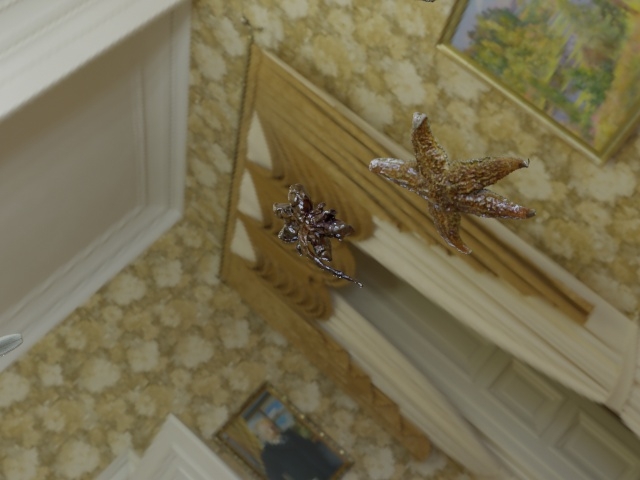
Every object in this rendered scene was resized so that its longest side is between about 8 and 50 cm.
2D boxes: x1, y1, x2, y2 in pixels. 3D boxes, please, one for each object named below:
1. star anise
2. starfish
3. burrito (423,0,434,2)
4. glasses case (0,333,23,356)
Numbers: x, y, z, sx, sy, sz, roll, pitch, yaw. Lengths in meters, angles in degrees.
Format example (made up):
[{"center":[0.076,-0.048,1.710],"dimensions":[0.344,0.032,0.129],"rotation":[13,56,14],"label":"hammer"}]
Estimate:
[{"center":[0.000,0.000,1.222],"dimensions":[0.097,0.191,0.070],"rotation":[-58,-17,21],"label":"star anise"},{"center":[0.178,-0.069,1.129],"dimensions":[0.043,0.227,0.240],"rotation":[-55,-40,-34],"label":"starfish"},{"center":[0.046,-0.243,0.740],"dimensions":[0.188,0.058,0.045],"rotation":[3,-65,-25],"label":"burrito"},{"center":[-0.368,0.123,0.931],"dimensions":[0.032,0.021,0.083],"rotation":[-21,4,22],"label":"glasses case"}]
